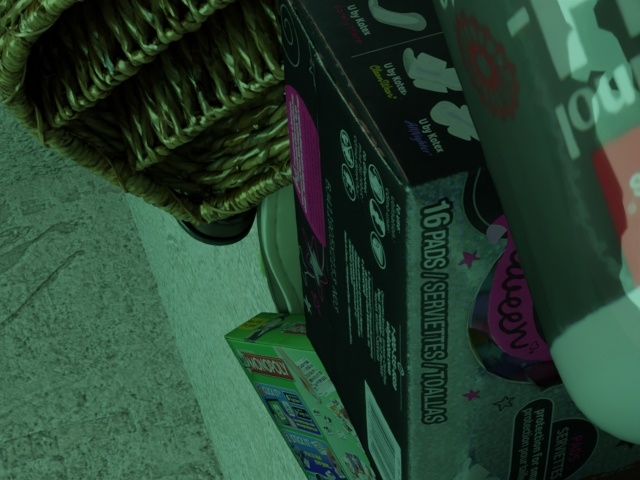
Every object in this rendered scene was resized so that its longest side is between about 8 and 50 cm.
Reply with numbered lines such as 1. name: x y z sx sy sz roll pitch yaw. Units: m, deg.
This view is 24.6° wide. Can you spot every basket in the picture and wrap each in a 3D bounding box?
1. basket: -0.100 -0.145 1.033 0.299 0.213 0.223 -24 78 45

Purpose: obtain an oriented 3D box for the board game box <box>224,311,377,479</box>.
1. board game box: 0.039 0.159 1.141 0.214 0.046 0.317 62 162 -10

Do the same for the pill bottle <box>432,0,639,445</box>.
1. pill bottle: 0.131 -0.047 0.416 0.176 0.176 0.319 115 139 -71

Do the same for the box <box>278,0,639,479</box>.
1. box: 0.078 0.000 0.696 0.247 0.142 0.163 85 163 -45

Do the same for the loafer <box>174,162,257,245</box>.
1. loafer: -0.095 -0.127 1.249 0.084 0.096 0.268 119 149 -54

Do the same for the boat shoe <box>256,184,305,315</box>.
1. boat shoe: -0.004 0.002 1.250 0.091 0.109 0.305 -126 21 -50

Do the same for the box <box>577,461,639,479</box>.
1. box: 0.159 0.253 0.731 0.381 0.143 0.191 103 150 -62
